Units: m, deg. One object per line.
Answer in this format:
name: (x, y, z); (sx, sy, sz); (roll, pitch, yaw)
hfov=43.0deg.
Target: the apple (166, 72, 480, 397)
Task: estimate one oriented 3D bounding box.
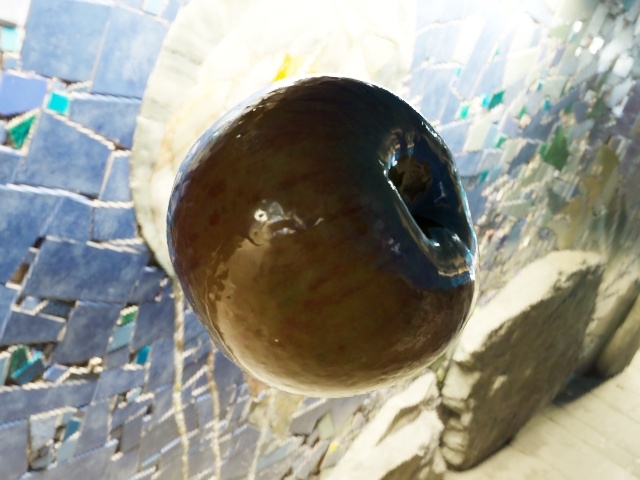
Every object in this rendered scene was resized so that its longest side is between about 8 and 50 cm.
apple: (0.000, 0.000, 0.989); (0.400, 0.333, 0.400); (29, 50, -42)
